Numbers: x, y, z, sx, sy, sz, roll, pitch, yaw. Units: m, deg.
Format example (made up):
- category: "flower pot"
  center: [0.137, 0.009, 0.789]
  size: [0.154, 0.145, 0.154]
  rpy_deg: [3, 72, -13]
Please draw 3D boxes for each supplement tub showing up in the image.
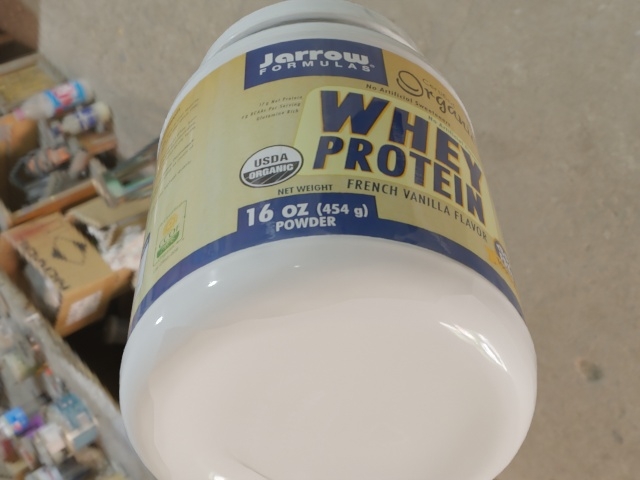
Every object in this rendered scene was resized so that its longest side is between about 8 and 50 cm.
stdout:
- category: "supplement tub"
  center: [0.000, 0.000, 0.595]
  size: [0.316, 0.228, 0.228]
  rpy_deg: [-93, 8, -49]
